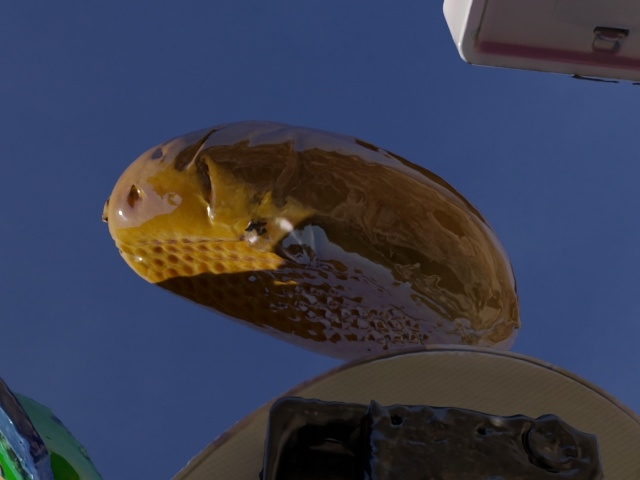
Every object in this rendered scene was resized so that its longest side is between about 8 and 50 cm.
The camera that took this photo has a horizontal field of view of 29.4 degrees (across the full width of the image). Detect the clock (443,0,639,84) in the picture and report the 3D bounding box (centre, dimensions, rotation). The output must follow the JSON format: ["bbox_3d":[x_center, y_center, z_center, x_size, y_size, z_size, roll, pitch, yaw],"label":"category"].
[{"bbox_3d":[0.187,-0.177,0.758,0.197,0.150,0.063,4,-146,-11],"label":"clock"}]

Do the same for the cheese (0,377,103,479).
[{"bbox_3d":[-0.138,0.120,0.546,0.083,0.320,0.204,-31,-114,-22],"label":"cheese"}]

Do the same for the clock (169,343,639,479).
[{"bbox_3d":[0.027,0.097,0.323,0.172,0.064,0.198,9,-140,-4],"label":"clock"}]

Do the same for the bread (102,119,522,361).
[{"bbox_3d":[0.000,0.000,0.527,0.189,0.114,0.077,19,-119,16],"label":"bread"}]
